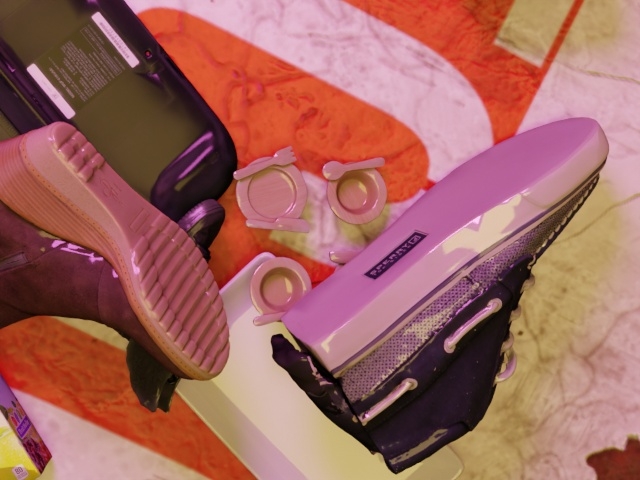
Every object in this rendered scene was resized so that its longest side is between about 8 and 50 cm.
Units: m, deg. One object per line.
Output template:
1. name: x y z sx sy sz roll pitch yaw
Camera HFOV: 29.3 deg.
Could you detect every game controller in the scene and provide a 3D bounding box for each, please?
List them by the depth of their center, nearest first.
1. game controller: -0.216 -0.134 1.035 0.166 0.067 0.319 -41 99 -14

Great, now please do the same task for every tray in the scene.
1. tray: -0.011 0.152 1.090 0.145 0.030 0.270 -42 98 2

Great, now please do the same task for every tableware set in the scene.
1. tableware set: 0.000 0.000 1.060 0.141 0.020 0.169 -7 88 -17

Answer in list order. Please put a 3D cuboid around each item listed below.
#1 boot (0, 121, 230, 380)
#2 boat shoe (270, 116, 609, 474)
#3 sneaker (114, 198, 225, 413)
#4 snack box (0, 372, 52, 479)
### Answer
1. boot: -0.206 0.036 1.005 0.207 0.090 0.248 -29 101 37
2. boat shoe: 0.129 0.047 1.045 0.340 0.127 0.158 -36 113 -9
3. sneaker: -0.115 0.055 1.037 0.089 0.051 0.170 40 93 17
4. snack box: -0.359 0.150 1.043 0.174 0.070 0.207 -31 96 0
